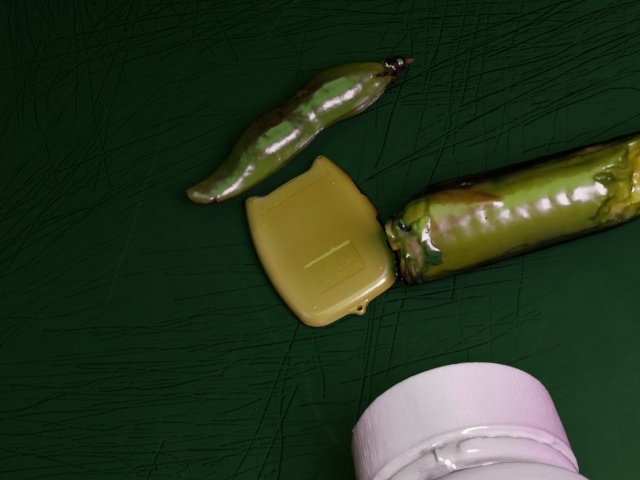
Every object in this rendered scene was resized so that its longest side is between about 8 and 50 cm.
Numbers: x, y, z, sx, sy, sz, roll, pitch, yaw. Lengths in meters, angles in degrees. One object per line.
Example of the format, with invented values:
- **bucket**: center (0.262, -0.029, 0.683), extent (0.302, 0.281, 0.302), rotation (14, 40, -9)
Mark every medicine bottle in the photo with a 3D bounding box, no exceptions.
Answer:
- **medicine bottle**: center (0.157, 0.298, 1.298), extent (0.256, 0.256, 0.325), rotation (-20, 44, 9)

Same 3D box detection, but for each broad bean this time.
- **broad bean**: center (-0.028, -0.150, 1.790), extent (0.339, 0.061, 0.077), rotation (-36, 64, -2)

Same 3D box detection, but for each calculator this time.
- **calculator**: center (0.000, 0.000, 1.698), extent (0.157, 0.033, 0.236), rotation (-31, 54, 0)

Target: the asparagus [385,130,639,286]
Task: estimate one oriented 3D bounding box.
- **asparagus**: center (0.261, -0.047, 1.571), extent (0.382, 0.128, 0.108), rotation (-16, 90, 11)
